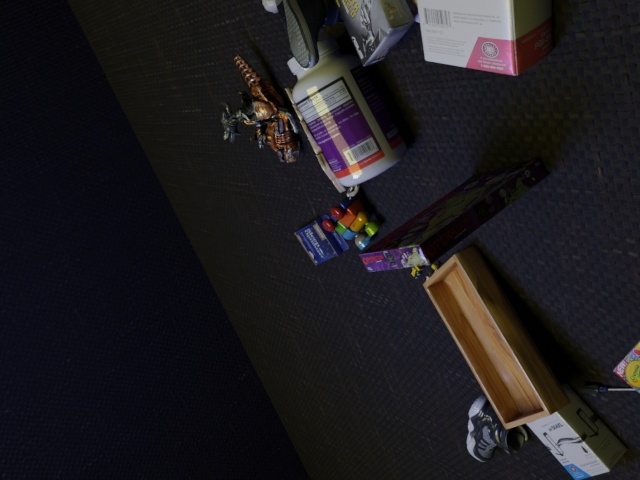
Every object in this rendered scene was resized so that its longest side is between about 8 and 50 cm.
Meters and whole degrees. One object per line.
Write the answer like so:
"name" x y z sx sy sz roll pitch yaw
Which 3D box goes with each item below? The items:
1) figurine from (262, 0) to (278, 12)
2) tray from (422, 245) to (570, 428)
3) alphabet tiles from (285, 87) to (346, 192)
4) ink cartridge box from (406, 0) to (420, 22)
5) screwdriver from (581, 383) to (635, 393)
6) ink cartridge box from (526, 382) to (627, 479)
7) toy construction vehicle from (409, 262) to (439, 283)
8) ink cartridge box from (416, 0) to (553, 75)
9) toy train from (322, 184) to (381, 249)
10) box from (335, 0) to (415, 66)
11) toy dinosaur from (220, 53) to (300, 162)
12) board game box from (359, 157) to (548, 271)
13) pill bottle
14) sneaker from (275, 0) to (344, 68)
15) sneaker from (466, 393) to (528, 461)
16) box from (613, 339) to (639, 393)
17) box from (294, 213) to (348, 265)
"figurine" -0.103 -0.628 1.543 0.209 0.092 0.215 31 147 54
"tray" 0.413 0.236 1.586 0.411 0.076 0.203 61 156 16
"alphabet tiles" -0.011 -0.258 1.683 0.278 0.021 0.284 47 -163 -59
"ink cartridge box" 0.191 -0.468 1.251 0.122 0.052 0.089 37 148 36
"screwdriver" 0.645 0.327 1.449 0.025 0.024 0.170 30 156 -14
"ink cartridge box" 0.608 0.465 1.596 0.203 0.086 0.148 48 153 14
"toy construction vehicle" 0.282 0.078 1.766 0.086 0.035 0.098 50 153 36
"ink cartridge box" 0.265 -0.438 1.086 0.207 0.117 0.283 27 143 44
"toy train" 0.111 -0.070 1.811 0.143 0.105 0.248 42 153 3
"box" 0.089 -0.491 1.308 0.231 0.056 0.183 67 166 1
"toy dinosaur" -0.164 -0.378 1.908 0.218 0.164 0.322 1 104 42
"board game box" 0.261 -0.049 1.288 0.056 0.346 0.208 59 153 -5
"pill bottle" 0.055 -0.300 1.532 0.323 0.181 0.181 60 154 -9
"sneaker" 0.007 -0.468 1.415 0.086 0.163 0.226 118 141 -58
"sneaker" 0.504 0.571 1.876 0.153 0.101 0.269 32 143 44
"box" 0.686 0.190 1.044 0.279 0.177 0.290 43 152 26
"box" 0.000 0.000 2.145 0.136 0.036 0.225 57 153 -2
